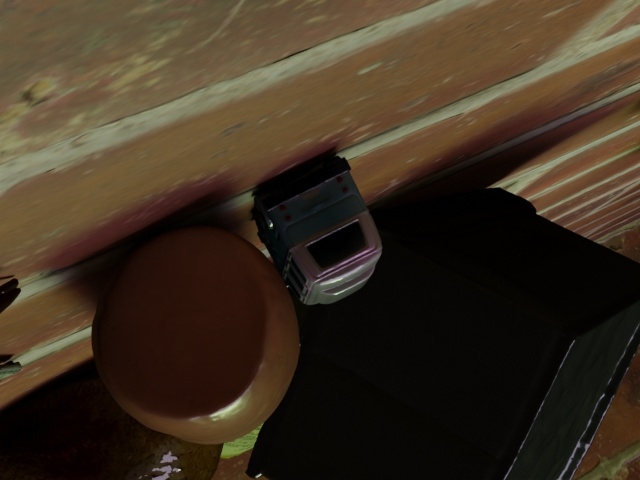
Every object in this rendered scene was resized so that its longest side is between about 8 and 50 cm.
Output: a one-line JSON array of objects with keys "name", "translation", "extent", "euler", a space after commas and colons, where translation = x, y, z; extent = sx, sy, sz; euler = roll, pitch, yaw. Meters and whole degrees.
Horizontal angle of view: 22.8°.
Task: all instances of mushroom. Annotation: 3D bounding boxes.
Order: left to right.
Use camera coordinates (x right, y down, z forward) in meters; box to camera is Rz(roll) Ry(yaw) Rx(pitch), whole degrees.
[{"name": "mushroom", "translation": [-0.184, 0.186, 1.388], "extent": [0.194, 0.138, 0.231], "euler": [-24, 172, -25]}]

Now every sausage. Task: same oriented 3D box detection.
[{"name": "sausage", "translation": [-0.072, 0.066, 1.001], "extent": [0.121, 0.121, 0.304], "euler": [-27, 172, -4]}]

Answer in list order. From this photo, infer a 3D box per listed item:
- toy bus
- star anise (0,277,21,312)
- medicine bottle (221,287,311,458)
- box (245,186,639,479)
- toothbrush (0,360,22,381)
[{"name": "toy bus", "translation": [0.000, 0.000, 0.974], "extent": [0.060, 0.075, 0.123], "euler": [-27, 173, -8]}, {"name": "star anise", "translation": [-0.190, 0.058, 0.732], "extent": [0.144, 0.158, 0.140], "euler": [-60, -167, -16]}, {"name": "medicine bottle", "translation": [-0.067, 0.134, 1.547], "extent": [0.124, 0.124, 0.239], "euler": [-23, 172, -34]}, {"name": "box", "translation": [0.131, 0.114, 1.390], "extent": [0.345, 0.204, 0.251], "euler": [-15, 131, -64]}, {"name": "toothbrush", "translation": [-0.229, 0.083, 0.939], "extent": [0.026, 0.028, 0.294], "euler": [-27, 178, 6]}]
